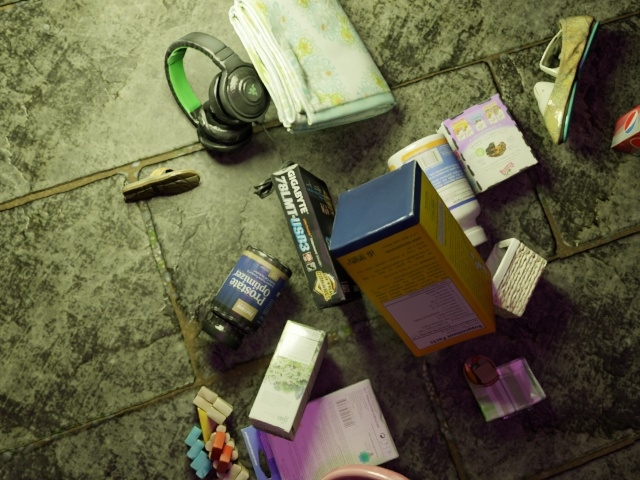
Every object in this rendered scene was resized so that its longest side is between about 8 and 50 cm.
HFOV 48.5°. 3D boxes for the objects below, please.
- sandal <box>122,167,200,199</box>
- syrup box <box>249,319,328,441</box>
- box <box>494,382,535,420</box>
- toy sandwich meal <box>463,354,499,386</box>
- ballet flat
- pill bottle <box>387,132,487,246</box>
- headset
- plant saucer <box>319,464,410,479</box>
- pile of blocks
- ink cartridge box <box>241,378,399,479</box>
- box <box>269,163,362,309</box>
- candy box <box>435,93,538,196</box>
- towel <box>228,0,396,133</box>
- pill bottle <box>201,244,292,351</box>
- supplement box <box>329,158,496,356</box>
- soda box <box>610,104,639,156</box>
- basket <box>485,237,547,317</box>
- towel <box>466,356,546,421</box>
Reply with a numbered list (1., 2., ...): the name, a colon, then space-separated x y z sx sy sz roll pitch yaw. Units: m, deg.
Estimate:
1. sandal: -0.371 -0.140 1.651 0.180 0.072 0.049 -13 61 -3
2. syrup box: -0.066 0.306 1.555 0.093 0.096 0.236 16 65 12
3. box: 0.453 0.378 1.670 0.083 0.018 0.067 -17 83 -8
4. toy sandwich meal: 0.373 0.301 1.653 0.086 0.029 0.085 -4 56 5
5. ballet flat: 0.595 -0.402 1.767 0.123 0.123 0.348 19 81 -2
6. pill bottle: 0.279 -0.098 1.660 0.152 0.152 0.272 -25 85 -9
7. headset: -0.211 -0.275 1.582 0.394 0.243 0.185 45 57 0
8. plant saucer: 0.131 0.610 1.495 0.332 0.084 0.332 11 112 27
9. pile of blocks: -0.225 0.499 1.537 0.149 0.112 0.362 -17 83 -8
10. ink cartridge box: -0.003 0.451 1.592 0.311 0.065 0.185 -19 82 -11
11. box: 0.000 0.000 1.544 0.073 0.295 0.293 -21 82 9
12. candy box: 0.404 -0.230 1.733 0.165 0.070 0.196 -27 84 -9
13. towel: -0.008 -0.414 1.620 0.374 0.090 0.320 -22 85 -49
14. pill bottle: -0.168 0.131 1.593 0.123 0.123 0.219 32 81 0
15. supplement box: 0.202 0.045 1.501 0.194 0.195 0.356 -23 122 26
16. soda box: 0.798 -0.280 1.681 0.092 0.263 0.083 18 79 -3
17. basket: 0.438 0.094 1.667 0.103 0.113 0.167 31 79 -4
18. towel: 0.431 0.344 1.651 0.152 0.023 0.113 -20 60 -8
